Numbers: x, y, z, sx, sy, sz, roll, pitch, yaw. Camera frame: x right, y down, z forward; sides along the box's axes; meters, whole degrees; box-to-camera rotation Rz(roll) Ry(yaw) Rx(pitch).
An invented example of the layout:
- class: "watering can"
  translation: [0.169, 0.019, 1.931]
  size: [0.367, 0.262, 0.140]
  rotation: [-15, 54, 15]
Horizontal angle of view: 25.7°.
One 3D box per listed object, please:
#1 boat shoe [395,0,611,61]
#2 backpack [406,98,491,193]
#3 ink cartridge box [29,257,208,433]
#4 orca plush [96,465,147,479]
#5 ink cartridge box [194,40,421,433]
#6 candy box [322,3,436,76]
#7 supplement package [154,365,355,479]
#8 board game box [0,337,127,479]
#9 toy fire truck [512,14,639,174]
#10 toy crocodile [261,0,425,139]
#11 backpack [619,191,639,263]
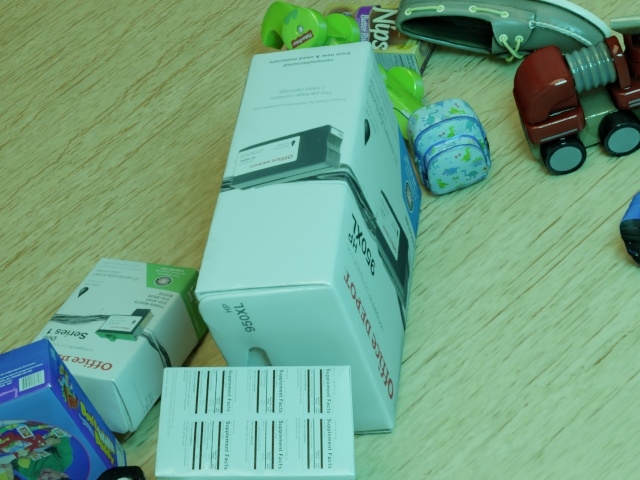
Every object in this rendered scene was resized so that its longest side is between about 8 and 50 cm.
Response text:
- class: "boat shoe"
  translation: [0.256, -0.303, 1.993]
  size: [0.305, 0.109, 0.091]
  rotation: [17, 69, 17]
- class: "backpack"
  translation: [0.172, -0.125, 1.862]
  size: [0.105, 0.114, 0.084]
  rotation: [-19, 44, 3]
- class: "ink cartridge box"
  translation: [-0.261, 0.130, 1.792]
  size: [0.160, 0.092, 0.219]
  rotation: [5, 40, 26]
- class: "orca plush"
  translation: [-0.252, 0.380, 1.535]
  size: [0.151, 0.102, 0.287]
  rotation: [-17, 59, 55]
- class: "ink cartridge box"
  translation: [0.000, 0.000, 1.692]
  size: [0.166, 0.285, 0.395]
  rotation: [-5, 47, 17]
- class: "candy box"
  translation: [0.081, -0.304, 2.115]
  size: [0.187, 0.053, 0.109]
  rotation: [7, 52, 26]
- class: "supplement package"
  translation: [-0.066, 0.250, 1.516]
  size: [0.203, 0.194, 0.149]
  rotation: [0, 46, 0]
- class: "board game box"
  translation: [-0.431, 0.269, 1.652]
  size: [0.347, 0.233, 0.078]
  rotation: [-19, 44, 4]
- class: "toy fire truck"
  translation: [0.353, -0.215, 1.777]
  size: [0.217, 0.246, 0.158]
  rotation: [-17, 44, 6]
- class: "toy crocodile"
  translation: [0.038, -0.241, 2.011]
  size: [0.340, 0.115, 0.105]
  rotation: [44, 115, 25]
- class: "backpack"
  translation: [0.426, -0.017, 1.672]
  size: [0.120, 0.098, 0.101]
  rotation: [-4, 37, 36]
